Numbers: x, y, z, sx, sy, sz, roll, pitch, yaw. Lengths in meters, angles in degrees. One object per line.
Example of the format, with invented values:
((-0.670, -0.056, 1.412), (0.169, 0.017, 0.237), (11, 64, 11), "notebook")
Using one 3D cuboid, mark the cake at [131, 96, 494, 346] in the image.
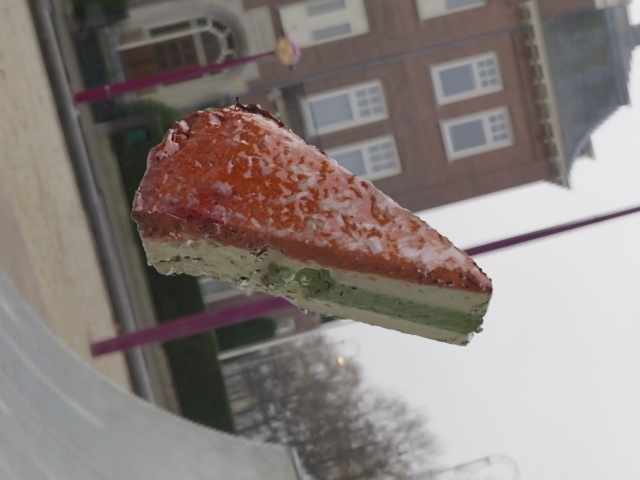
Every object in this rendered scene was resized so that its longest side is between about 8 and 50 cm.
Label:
((0.002, -0.017, 0.699), (0.086, 0.220, 0.117), (94, 7, -57), "cake")
